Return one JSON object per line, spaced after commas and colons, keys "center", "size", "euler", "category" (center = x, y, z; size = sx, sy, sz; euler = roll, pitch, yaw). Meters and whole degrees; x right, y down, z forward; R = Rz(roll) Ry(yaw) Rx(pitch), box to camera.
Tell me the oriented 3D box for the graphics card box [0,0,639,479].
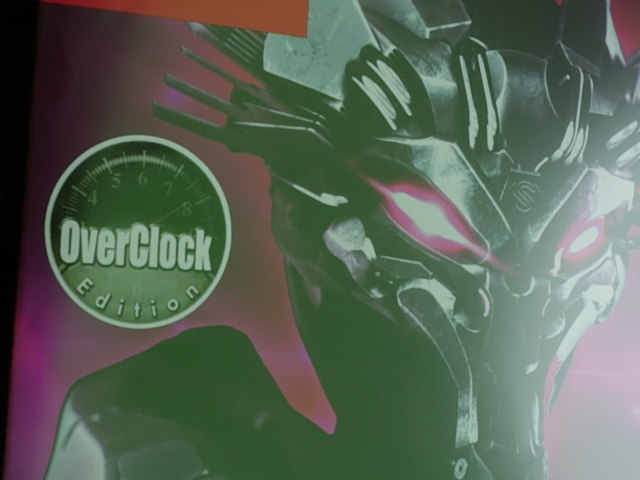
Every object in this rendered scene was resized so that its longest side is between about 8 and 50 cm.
{"center": [0.000, 0.000, 0.545], "size": [0.233, 0.094, 0.371], "euler": [6, 87, -25], "category": "graphics card box"}
